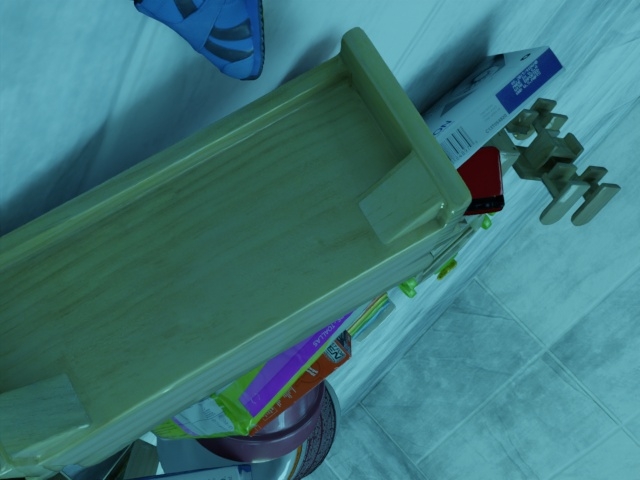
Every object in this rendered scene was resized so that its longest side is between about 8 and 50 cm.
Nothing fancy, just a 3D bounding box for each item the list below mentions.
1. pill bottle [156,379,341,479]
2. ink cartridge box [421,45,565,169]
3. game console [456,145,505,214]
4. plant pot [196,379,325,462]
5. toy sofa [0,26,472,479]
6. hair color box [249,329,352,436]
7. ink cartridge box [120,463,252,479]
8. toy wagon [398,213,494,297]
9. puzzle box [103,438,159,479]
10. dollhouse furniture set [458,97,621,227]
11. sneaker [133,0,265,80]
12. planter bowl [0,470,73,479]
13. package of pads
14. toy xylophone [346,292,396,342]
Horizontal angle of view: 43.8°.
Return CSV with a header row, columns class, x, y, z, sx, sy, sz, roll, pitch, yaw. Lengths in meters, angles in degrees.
class,x,y,z,sx,sy,sz,roll,pitch,yaw
pill bottle,-0.098,0.314,1.354,0.224,0.224,0.392,-45,165,5
ink cartridge box,0.168,-0.156,1.018,0.223,0.045,0.224,-42,-166,-7
game console,0.193,-0.080,1.169,0.144,0.085,0.124,-6,176,11
plant pot,-0.088,0.165,1.071,0.201,0.201,0.180,-32,146,-36
toy sofa,-0.084,0.018,0.581,0.362,0.150,0.177,-30,167,-6
hair color box,-0.032,0.143,0.865,0.141,0.043,0.072,-40,-172,10
ink cartridge box,-0.269,0.441,0.985,0.395,0.270,0.151,-9,162,-2
toy wagon,0.285,0.021,1.858,0.267,0.068,0.344,-42,166,-6
puzzle box,-0.393,0.539,1.269,0.409,0.052,0.272,-51,-161,27
dollhouse furniture set,0.312,-0.111,1.296,0.242,0.212,0.161,2,138,-33
sneaker,-0.073,-0.150,0.466,0.082,0.069,0.209,-6,172,-3
planter bowl,-0.342,0.310,0.878,0.162,0.162,0.109,-38,-169,-18
package of pads,-0.084,0.100,0.822,0.229,0.101,0.296,-44,-172,-28
toy xylophone,0.078,0.123,1.567,0.236,0.081,0.322,-48,165,16
